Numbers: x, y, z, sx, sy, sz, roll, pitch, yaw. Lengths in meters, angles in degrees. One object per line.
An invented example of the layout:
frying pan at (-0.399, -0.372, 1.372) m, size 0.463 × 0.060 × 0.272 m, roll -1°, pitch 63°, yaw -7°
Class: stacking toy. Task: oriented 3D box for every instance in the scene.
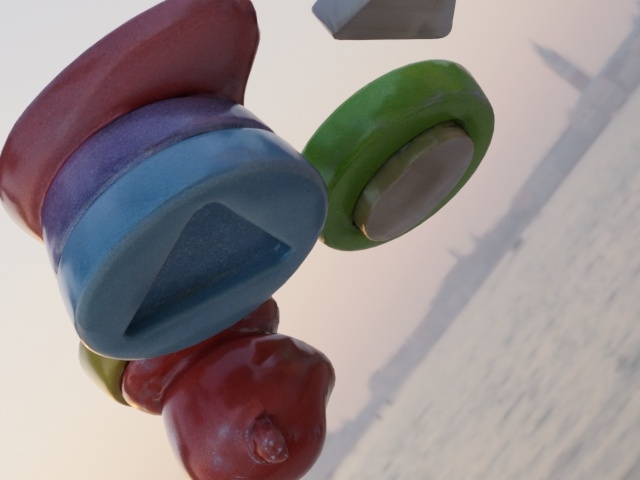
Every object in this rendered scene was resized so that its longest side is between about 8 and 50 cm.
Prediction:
stacking toy at (0.000, 0.000, 0.727) m, size 0.279 × 0.130 × 0.309 m, roll -32°, pitch -27°, yaw -9°
